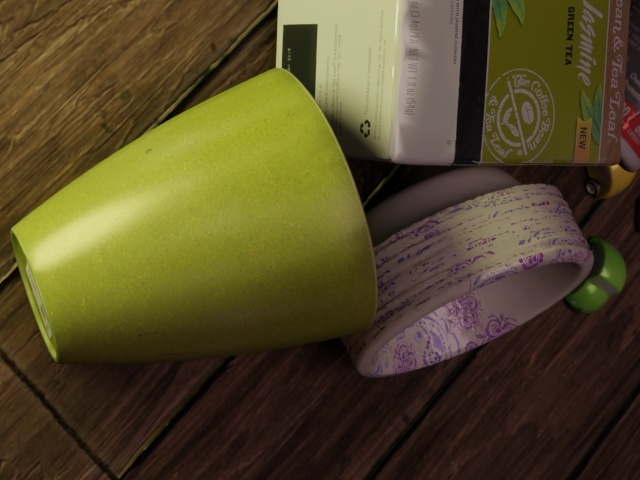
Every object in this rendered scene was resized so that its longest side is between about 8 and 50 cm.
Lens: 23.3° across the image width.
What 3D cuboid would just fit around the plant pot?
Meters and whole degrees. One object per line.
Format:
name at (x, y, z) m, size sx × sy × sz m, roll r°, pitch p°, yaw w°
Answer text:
plant pot at (-0.135, 0.007, 1.491) m, size 0.293 × 0.275 × 0.275 m, roll -19°, pitch 108°, yaw -16°

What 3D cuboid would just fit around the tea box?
tea box at (0.142, -0.248, 1.644) m, size 0.323 × 0.220 × 0.329 m, roll -3°, pitch 98°, yaw -36°

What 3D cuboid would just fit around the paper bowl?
paper bowl at (0.139, 0.023, 1.677) m, size 0.284 × 0.284 × 0.148 m, roll -12°, pitch 70°, yaw -34°

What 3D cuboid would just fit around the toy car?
toy car at (0.383, -0.007, 1.969) m, size 0.239 × 0.053 × 0.225 m, roll 35°, pitch 76°, yaw -34°

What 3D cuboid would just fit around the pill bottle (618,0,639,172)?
pill bottle at (0.408, -0.229, 1.791) m, size 0.283 × 0.161 × 0.161 m, roll -44°, pitch 122°, yaw 6°
